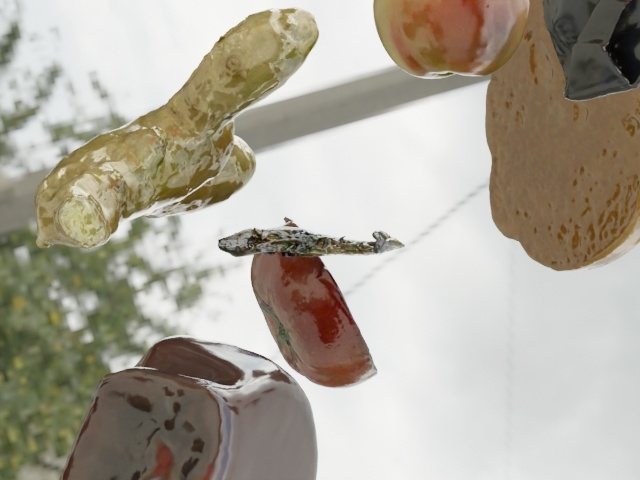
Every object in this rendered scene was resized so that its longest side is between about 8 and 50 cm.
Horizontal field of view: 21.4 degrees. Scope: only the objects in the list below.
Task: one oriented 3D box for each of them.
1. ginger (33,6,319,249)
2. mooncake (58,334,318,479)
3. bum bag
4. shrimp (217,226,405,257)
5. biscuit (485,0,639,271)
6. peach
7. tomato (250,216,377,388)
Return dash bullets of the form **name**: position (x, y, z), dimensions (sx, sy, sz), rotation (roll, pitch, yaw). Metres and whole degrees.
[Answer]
- **ginger**: position (-0.180, -0.076, 1.765), dimensions (0.122, 0.348, 0.363), rotation (56, -27, 2)
- **mooncake**: position (-0.140, 0.259, 1.522), dimensions (0.174, 0.334, 0.326), rotation (14, -77, 27)
- **bum bag**: position (0.223, -0.252, 1.385), dimensions (0.137, 0.074, 0.310), rotation (-34, -125, 32)
- **shrimp**: position (0.000, 0.004, 1.790), dimensions (0.148, 0.195, 0.035), rotation (2, -90, 56)
- **biscuit**: position (0.314, -0.138, 2.065), dimensions (0.312, 0.057, 0.351), rotation (-7, -92, 55)
- **peach**: position (0.146, -0.270, 1.925), dimensions (0.184, 0.184, 0.184), rotation (49, -32, 46)
- **tomato**: position (-0.018, 0.084, 1.977), dimensions (0.225, 0.085, 0.225), rotation (62, -9, 17)
